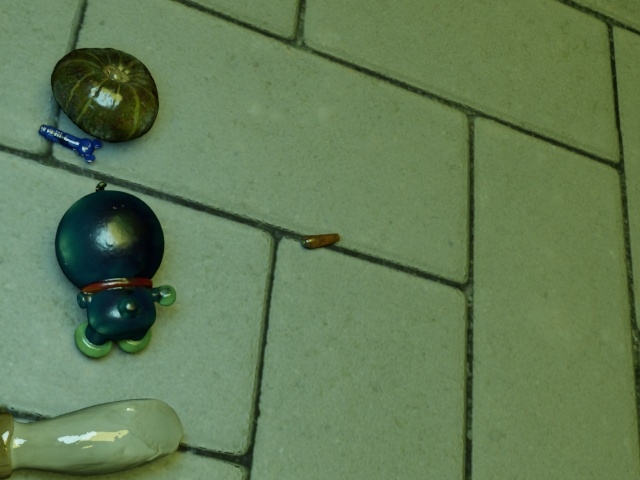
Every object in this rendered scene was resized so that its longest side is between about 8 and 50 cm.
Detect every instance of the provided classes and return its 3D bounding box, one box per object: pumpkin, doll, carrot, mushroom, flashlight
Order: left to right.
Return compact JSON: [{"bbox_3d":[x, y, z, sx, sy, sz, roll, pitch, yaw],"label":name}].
[{"bbox_3d":[-0.500,-0.196,1.860,0.121,0.035,0.057,22,58,-12],"label":"flashlight"},{"bbox_3d":[-0.403,0.343,1.621,0.350,0.128,0.128,1,68,-23],"label":"mushroom"},{"bbox_3d":[-0.425,-0.282,1.874,0.219,0.162,0.219,26,32,-18],"label":"pumpkin"},{"bbox_3d":[-0.379,0.043,1.729,0.198,0.186,0.322,-10,76,-31],"label":"doll"},{"bbox_3d":[0.000,0.000,2.043,0.093,0.032,0.032,-8,72,-35],"label":"carrot"}]
